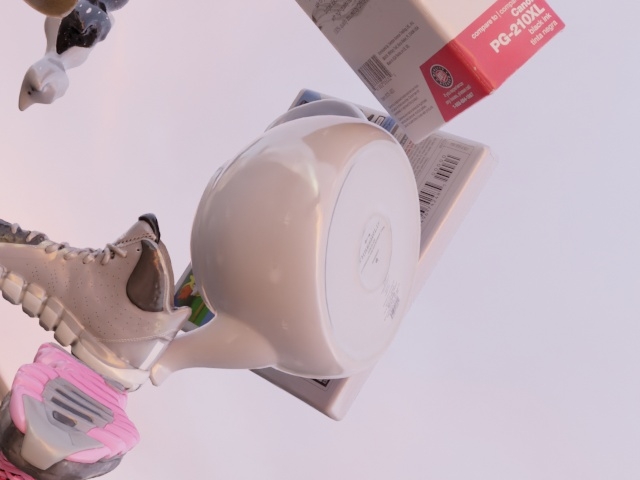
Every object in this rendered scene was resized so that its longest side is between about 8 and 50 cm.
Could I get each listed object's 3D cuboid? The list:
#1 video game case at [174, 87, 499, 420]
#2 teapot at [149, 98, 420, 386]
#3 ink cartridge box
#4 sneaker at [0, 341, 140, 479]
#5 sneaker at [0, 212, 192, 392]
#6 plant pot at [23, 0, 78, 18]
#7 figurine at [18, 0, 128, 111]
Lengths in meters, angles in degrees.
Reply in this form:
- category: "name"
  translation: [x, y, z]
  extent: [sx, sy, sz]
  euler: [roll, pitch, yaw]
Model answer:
- category: "video game case"
  translation: [0.000, 0.000, 1.310]
  extent: [0.300, 0.329, 0.036]
  euler: [24, -12, 43]
- category: "teapot"
  translation: [-0.031, -0.003, 1.077]
  extent: [0.187, 0.256, 0.253]
  euler: [7, -81, 28]
- category: "ink cartridge box"
  translation: [0.066, -0.218, 0.998]
  extent: [0.237, 0.100, 0.172]
  euler: [50, -19, -4]
- category: "sneaker"
  translation: [-0.096, 0.072, 0.405]
  extent: [0.047, 0.057, 0.119]
  euler: [38, -4, -6]
- category: "sneaker"
  translation: [-0.202, 0.009, 0.987]
  extent: [0.228, 0.132, 0.086]
  euler: [42, 1, -7]
- category: "plant pot"
  translation: [-0.257, -0.313, 1.031]
  extent: [0.236, 0.032, 0.236]
  euler: [26, -59, 55]
- category: "figurine"
  translation: [-0.327, -0.286, 1.580]
  extent: [0.092, 0.209, 0.215]
  euler: [32, -46, -17]
